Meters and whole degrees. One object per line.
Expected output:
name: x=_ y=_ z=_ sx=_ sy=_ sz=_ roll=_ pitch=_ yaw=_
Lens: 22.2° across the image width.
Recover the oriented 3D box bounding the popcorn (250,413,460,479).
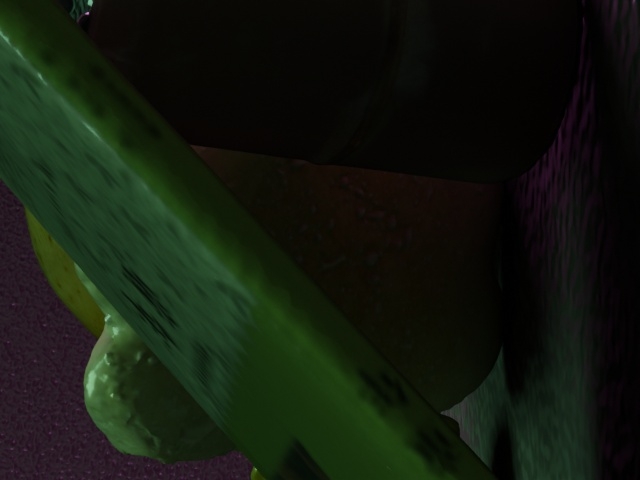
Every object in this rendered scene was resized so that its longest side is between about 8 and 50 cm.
popcorn: x=0.028 y=0.163 z=0.823 sx=0.152 sy=0.148 sz=0.167 roll=19 pitch=133 yaw=52

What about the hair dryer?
hair dryer: x=0.026 y=-0.188 z=0.575 sx=0.107 sy=0.189 sz=0.344 roll=-122 pitch=45 yaw=-57

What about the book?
book: x=-0.019 y=0.037 z=0.507 sx=0.352 sy=0.035 sz=0.239 roll=47 pitch=168 yaw=8

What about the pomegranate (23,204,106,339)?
pomegranate: x=-0.040 y=-0.047 z=0.890 sx=0.264 sy=0.264 sz=0.264 roll=179 pitch=90 yaw=-87

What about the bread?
bread: x=0.000 y=0.000 z=0.726 sx=0.039 sy=0.251 sz=0.181 roll=9 pitch=100 yaw=46
